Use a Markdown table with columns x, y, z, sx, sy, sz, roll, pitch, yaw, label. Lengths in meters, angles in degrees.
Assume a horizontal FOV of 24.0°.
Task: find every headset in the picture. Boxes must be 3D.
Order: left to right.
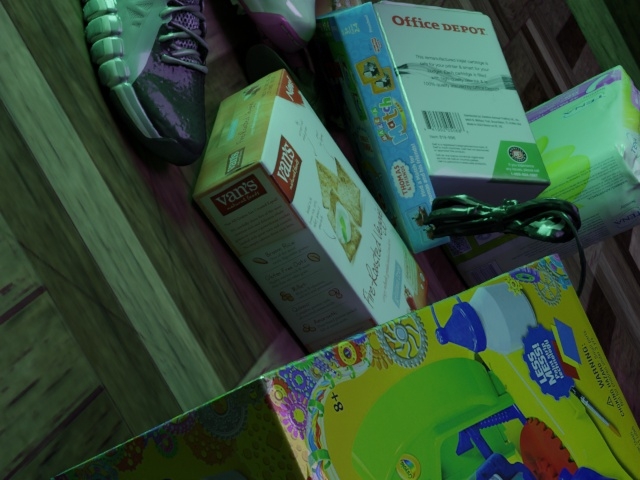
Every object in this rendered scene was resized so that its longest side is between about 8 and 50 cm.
| x | y | z | sx | sy | sz | roll | pitch | yaw | label |
| --- | --- | --- | --- | --- | --- | --- | --- | --- | --- |
| 0.139 | 0.155 | 1.174 | 0.243 | 0.185 | 0.394 | 40 | 58 | -64 | headset |

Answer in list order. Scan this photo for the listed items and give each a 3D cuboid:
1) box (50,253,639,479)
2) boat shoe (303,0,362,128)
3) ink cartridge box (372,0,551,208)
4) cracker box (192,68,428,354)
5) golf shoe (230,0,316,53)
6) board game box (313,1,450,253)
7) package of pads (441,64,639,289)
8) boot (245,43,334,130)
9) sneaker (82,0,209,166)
| x | y | z | sx | sy | sz | roll | pitch | yaw | label |
| --- | --- | --- | --- | --- | --- | --- | --- | --- | --- |
| 0.057 | 0.195 | 0.821 | 0.279 | 0.177 | 0.290 | -19 | 82 | -50 | box |
| 0.005 | -0.197 | 1.436 | 0.072 | 0.068 | 0.190 | -2 | 67 | -55 | boat shoe |
| 0.120 | -0.127 | 1.506 | 0.153 | 0.087 | 0.208 | 2 | 59 | -31 | ink cartridge box |
| 0.000 | 0.000 | 1.177 | 0.232 | 0.067 | 0.156 | 53 | 23 | -25 | cracker box |
| -0.035 | -0.305 | 1.349 | 0.115 | 0.140 | 0.306 | 40 | 30 | -52 | golf shoe |
| 0.050 | -0.101 | 1.326 | 0.160 | 0.039 | 0.211 | -142 | -148 | -80 | board game box |
| 0.262 | -0.071 | 1.663 | 0.101 | 0.229 | 0.296 | 58 | 22 | -15 | package of pads |
| -0.024 | -0.141 | 1.337 | 0.106 | 0.037 | 0.114 | 58 | 19 | -17 | boot |
| -0.097 | -0.176 | 1.058 | 0.086 | 0.132 | 0.228 | 13 | 54 | -64 | sneaker |
